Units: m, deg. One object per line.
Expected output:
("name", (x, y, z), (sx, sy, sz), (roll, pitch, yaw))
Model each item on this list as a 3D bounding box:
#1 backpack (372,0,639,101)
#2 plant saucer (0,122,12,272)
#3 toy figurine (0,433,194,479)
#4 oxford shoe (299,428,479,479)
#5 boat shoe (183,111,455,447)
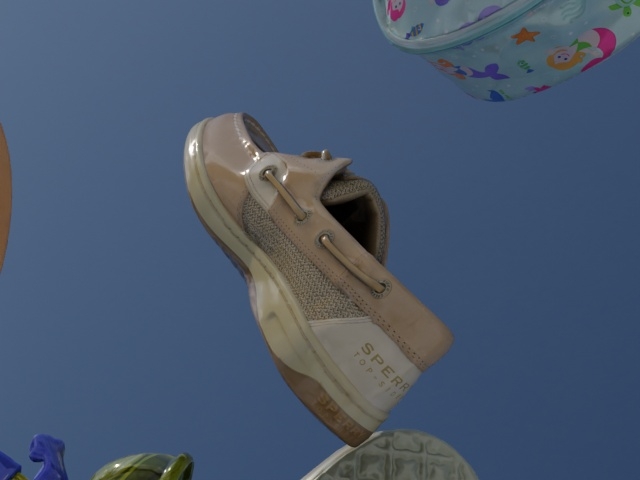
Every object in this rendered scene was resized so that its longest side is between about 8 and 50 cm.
("backpack", (0.126, -0.231, 1.118), (0.225, 0.191, 0.253), (-24, -123, 34))
("plant saucer", (-0.240, 0.001, 0.892), (0.200, 0.037, 0.200), (-16, -114, 40))
("toy figurine", (-0.231, 0.240, 1.233), (0.217, 0.191, 0.362), (35, -35, 16))
("oxford shoe", (-0.076, 0.284, 1.057), (0.169, 0.449, 0.130), (51, -25, 10))
("boat shoe", (0.000, 0.000, 1.150), (0.110, 0.121, 0.341), (-40, -141, 9))
